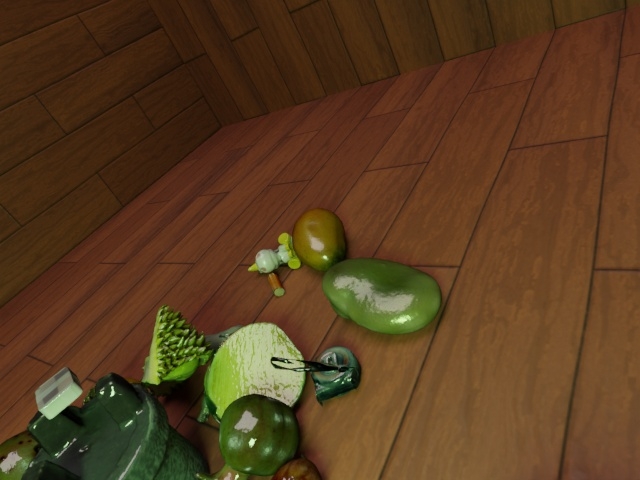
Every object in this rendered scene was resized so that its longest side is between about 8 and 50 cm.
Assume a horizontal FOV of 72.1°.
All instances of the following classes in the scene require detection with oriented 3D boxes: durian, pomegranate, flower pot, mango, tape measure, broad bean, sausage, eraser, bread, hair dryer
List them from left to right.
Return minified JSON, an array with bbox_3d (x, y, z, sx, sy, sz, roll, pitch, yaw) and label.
[{"bbox_3d":[-0.607,0.505,0.945,0.179,0.211,0.179,7,46,-7],"label":"pomegranate"},{"bbox_3d":[-0.447,0.258,0.751,0.065,0.026,0.105,-44,26,-24],"label":"eraser"},{"bbox_3d":[-0.377,0.409,0.750,0.299,0.283,0.299,-20,30,12],"label":"flower pot"},{"bbox_3d":[-0.338,0.248,0.954,0.169,0.158,0.352,-45,-2,-30],"label":"durian"},{"bbox_3d":[-0.250,0.293,1.056,0.225,0.088,0.219,-55,29,-14],"label":"hair dryer"},{"bbox_3d":[-0.123,0.362,0.759,0.131,0.152,0.191,17,73,42],"label":"pomegranate"},{"bbox_3d":[-0.136,0.283,0.916,0.228,0.033,0.229,-9,55,13],"label":"bread"},{"bbox_3d":[-0.129,0.120,1.238,0.031,0.031,0.107,-32,30,-5],"label":"sausage"},{"bbox_3d":[-0.006,0.000,1.227,0.151,0.120,0.221,-10,42,8],"label":"mango"},{"bbox_3d":[-0.004,0.224,0.838,0.104,0.180,0.107,-39,28,15],"label":"tape measure"},{"bbox_3d":[0.134,0.118,0.955,0.263,0.121,0.189,16,46,33],"label":"broad bean"}]

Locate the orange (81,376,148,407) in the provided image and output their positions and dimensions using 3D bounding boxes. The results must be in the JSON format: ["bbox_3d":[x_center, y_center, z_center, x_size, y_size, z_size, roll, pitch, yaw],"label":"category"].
[{"bbox_3d":[-0.477,0.391,1.018,0.156,0.134,0.157,-31,30,21],"label":"orange"}]

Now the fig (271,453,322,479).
[{"bbox_3d":[-0.029,0.384,0.710,0.088,0.089,0.125,-18,9,19],"label":"fig"}]

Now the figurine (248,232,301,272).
[{"bbox_3d":[-0.135,0.054,1.305,0.178,0.109,0.129,-29,3,0],"label":"figurine"}]
